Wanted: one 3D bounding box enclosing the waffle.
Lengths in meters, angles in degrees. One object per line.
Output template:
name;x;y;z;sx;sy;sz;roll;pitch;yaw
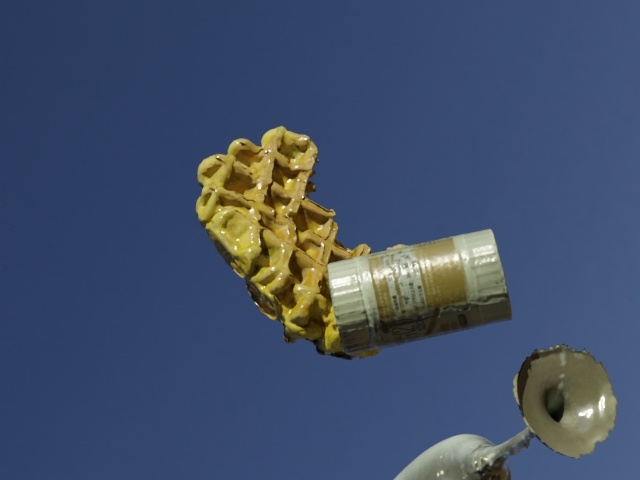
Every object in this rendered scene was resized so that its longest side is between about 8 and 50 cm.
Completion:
waffle;-0.001;0.003;1.287;0.149;0.194;0.051;-24;-25;-39

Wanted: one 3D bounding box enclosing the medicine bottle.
medicine bottle;0.048;0.025;0.878;0.047;0.083;0.047;-12;-90;-87

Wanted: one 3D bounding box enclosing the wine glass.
wine glass;0.096;0.145;1.140;0.074;0.074;0.262;-44;-3;-34
